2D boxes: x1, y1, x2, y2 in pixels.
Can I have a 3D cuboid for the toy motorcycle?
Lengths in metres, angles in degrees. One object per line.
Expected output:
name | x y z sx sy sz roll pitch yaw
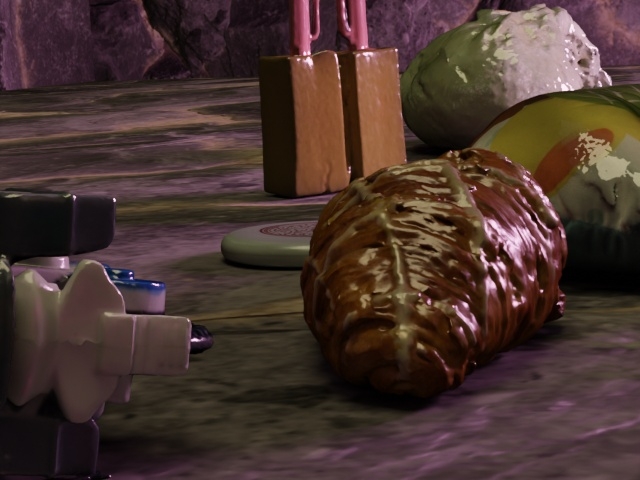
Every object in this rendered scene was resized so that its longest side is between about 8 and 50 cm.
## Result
toy motorcycle | -0.139 0.020 0.539 0.150 0.102 0.221 6 0 -39

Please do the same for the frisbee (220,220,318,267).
frisbee | 0.000 0.000 0.915 0.110 0.014 0.110 -3 7 0

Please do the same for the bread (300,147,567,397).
bread | 0.045 0.004 0.660 0.104 0.076 0.233 -4 9 7

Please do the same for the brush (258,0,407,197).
brush | 0.004 -0.152 1.209 0.103 0.233 0.047 -11 12 -34

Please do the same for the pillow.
pillow | 0.186 -0.028 0.849 0.233 0.086 0.214 -7 19 -44

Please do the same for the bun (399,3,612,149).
bun | 0.173 -0.148 1.514 0.203 0.127 0.212 -7 9 -12
